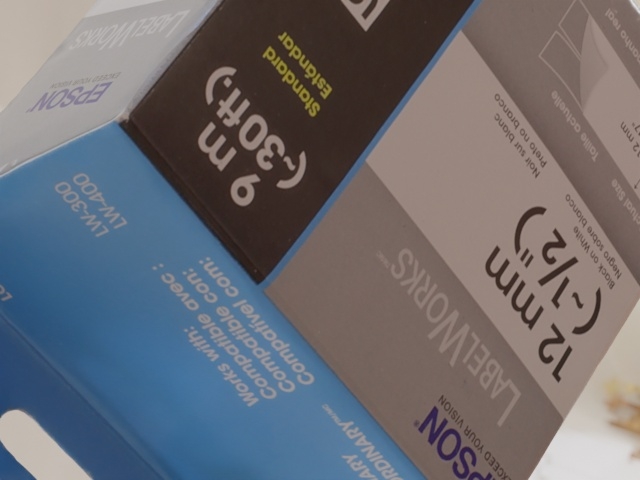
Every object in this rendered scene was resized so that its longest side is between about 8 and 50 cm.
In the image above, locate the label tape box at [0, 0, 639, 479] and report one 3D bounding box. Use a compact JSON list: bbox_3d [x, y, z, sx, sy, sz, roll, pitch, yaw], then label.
[{"bbox_3d":[0.000,0.000,0.770,0.249,0.115,0.348,51,-122,-27],"label":"label tape box"}]
